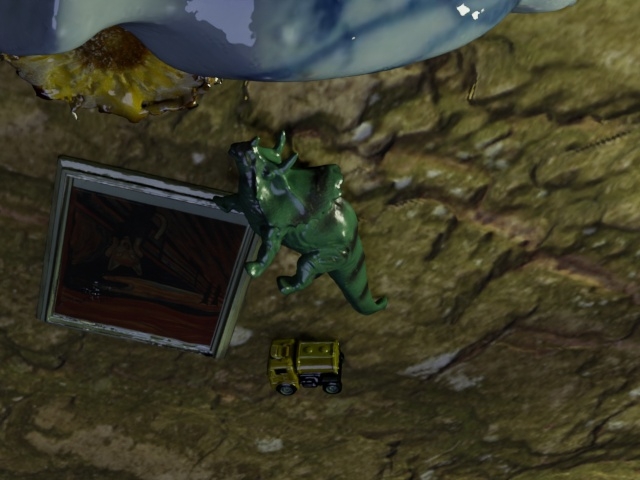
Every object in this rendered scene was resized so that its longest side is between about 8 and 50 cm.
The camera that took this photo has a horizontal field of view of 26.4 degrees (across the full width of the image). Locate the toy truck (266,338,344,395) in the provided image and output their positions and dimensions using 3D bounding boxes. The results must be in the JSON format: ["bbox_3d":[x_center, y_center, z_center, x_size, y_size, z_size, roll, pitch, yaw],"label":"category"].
[{"bbox_3d":[-0.018,0.134,1.479,0.083,0.049,0.054,-2,138,8],"label":"toy truck"}]

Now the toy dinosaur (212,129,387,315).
[{"bbox_3d":[-0.016,0.007,1.297,0.120,0.079,0.292,-23,134,0],"label":"toy dinosaur"}]

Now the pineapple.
[{"bbox_3d":[-0.170,-0.178,1.139,0.221,0.047,0.221,3,143,2],"label":"pineapple"}]

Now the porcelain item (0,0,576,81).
[{"bbox_3d":[-0.006,-0.212,0.831,0.405,0.178,0.242,-9,126,-34],"label":"porcelain item"}]

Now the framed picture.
[{"bbox_3d":[-0.177,0.029,1.401,0.216,0.016,0.273,12,139,-7],"label":"framed picture"}]
